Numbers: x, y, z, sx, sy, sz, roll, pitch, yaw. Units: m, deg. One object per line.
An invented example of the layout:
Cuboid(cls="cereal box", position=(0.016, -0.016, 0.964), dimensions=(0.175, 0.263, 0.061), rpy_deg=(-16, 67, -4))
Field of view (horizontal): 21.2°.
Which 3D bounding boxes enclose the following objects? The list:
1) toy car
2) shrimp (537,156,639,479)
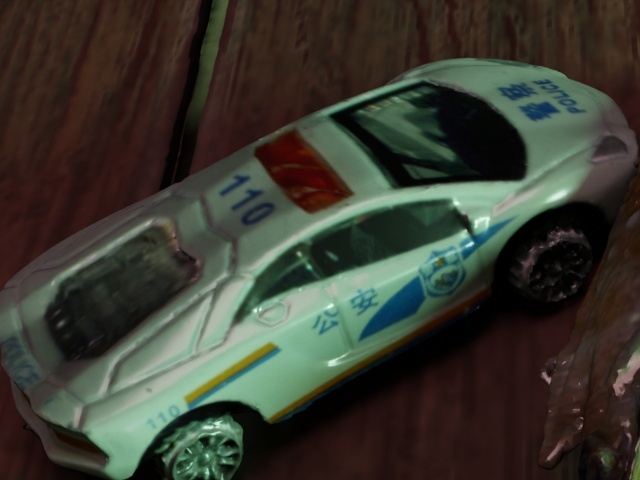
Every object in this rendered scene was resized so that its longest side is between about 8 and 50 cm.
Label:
Cuboid(cls="toy car", position=(0.000, 0.000, 0.509), dimensions=(0.205, 0.056, 0.095), rpy_deg=(-28, 40, -9))
Cuboid(cls="shrimp", position=(0.132, 0.018, 0.450), dimensions=(0.126, 0.047, 0.223), rpy_deg=(16, 50, 22))
